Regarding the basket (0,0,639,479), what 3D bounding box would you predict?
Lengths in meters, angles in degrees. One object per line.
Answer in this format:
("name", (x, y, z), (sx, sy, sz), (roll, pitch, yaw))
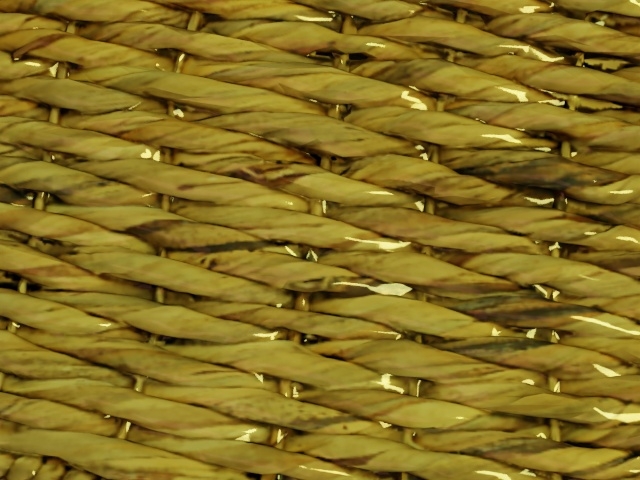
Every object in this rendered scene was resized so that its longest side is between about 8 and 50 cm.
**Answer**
("basket", (0.000, 0.000, 0.429), (0.299, 0.222, 0.213), (9, 171, 2))
